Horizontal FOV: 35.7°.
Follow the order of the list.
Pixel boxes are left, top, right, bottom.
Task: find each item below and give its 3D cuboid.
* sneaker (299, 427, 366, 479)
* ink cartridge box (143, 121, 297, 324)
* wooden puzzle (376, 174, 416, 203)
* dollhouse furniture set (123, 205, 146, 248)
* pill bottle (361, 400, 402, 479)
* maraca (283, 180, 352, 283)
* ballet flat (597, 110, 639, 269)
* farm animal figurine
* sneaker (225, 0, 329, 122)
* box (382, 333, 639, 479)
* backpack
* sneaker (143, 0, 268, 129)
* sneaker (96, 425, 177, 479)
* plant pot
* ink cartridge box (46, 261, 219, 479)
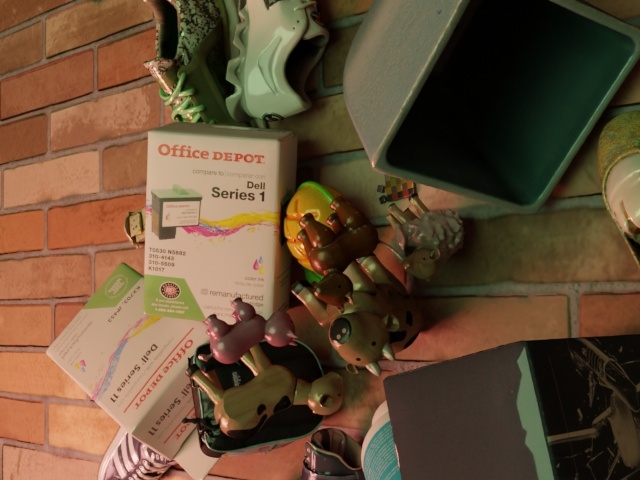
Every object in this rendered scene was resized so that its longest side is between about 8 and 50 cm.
[{"bbox_3d":[-0.026,0.340,1.420,0.226,0.086,0.163,5,103,36],"label":"sneaker"},{"bbox_3d":[-0.148,-0.027,1.465,0.201,0.117,0.278,5,102,10],"label":"ink cartridge box"},{"bbox_3d":[0.109,-0.082,1.371,0.083,0.006,0.049,-15,78,44],"label":"wooden puzzle"},{"bbox_3d":[-0.276,0.026,1.687,0.182,0.101,0.161,-23,72,42],"label":"dollhouse furniture set"},{"bbox_3d":[0.130,0.290,1.184,0.264,0.146,0.146,-111,41,-64],"label":"pill bottle"},{"bbox_3d":[0.000,0.000,1.419,0.127,0.099,0.185,42,143,40],"label":"maraca"},{"bbox_3d":[0.370,0.005,1.027,0.123,0.123,0.348,-39,62,37],"label":"ballet flat"},{"bbox_3d":[0.025,0.112,1.233,0.172,0.327,0.330,49,123,21],"label":"farm animal figurine"},{"bbox_3d":[-0.047,-0.340,1.481,0.146,0.122,0.330,2,89,27],"label":"sneaker"},{"bbox_3d":[0.255,0.278,0.990,0.179,0.312,0.343,-23,72,42],"label":"box"},{"bbox_3d":[-0.090,0.224,1.435,0.144,0.188,0.166,111,149,-71],"label":"backpack"},{"bbox_3d":[-0.207,-0.232,1.572,0.158,0.182,0.410,-22,73,42],"label":"sneaker"},{"bbox_3d":[-0.282,0.376,1.679,0.153,0.099,0.282,37,111,42],"label":"sneaker"},{"bbox_3d":[0.169,-0.219,1.165,0.248,0.247,0.252,-61,33,24],"label":"plant pot"},{"bbox_3d":[-0.260,0.202,1.591,0.353,0.119,0.207,29,76,42],"label":"ink cartridge box"}]
